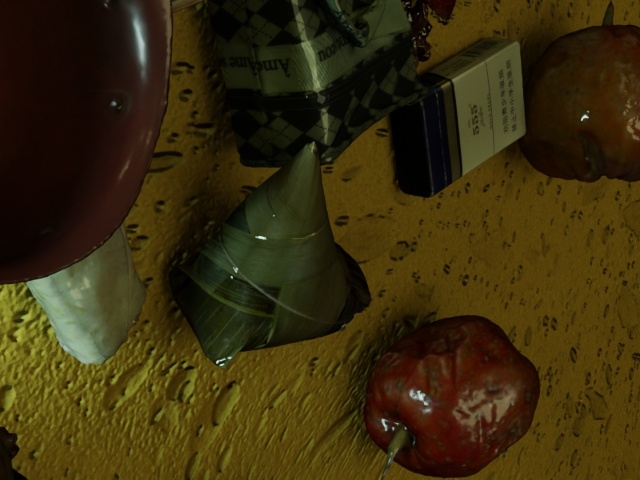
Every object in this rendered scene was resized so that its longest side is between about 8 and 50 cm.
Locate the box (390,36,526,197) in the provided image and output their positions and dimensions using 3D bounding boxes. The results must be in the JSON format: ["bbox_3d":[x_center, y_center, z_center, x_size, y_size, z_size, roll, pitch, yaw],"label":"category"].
[{"bbox_3d":[0.211,-0.190,1.740,0.259,0.071,0.168,-31,124,-38],"label":"box"}]

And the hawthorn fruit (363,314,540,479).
[{"bbox_3d":[0.198,0.238,1.750,0.261,0.258,0.258,7,98,-31],"label":"hawthorn fruit"}]

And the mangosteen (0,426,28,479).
[{"bbox_3d":[-0.430,0.310,0.997,0.380,0.421,0.381,-2,108,-6],"label":"mangosteen"}]

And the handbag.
[{"bbox_3d":[0.004,-0.331,1.400,0.316,0.180,0.416,-35,122,-46],"label":"handbag"}]

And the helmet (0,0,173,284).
[{"bbox_3d":[-0.328,-0.155,1.024,0.337,0.230,0.385,41,61,-43],"label":"helmet"}]

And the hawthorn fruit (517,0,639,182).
[{"bbox_3d":[0.456,-0.241,1.863,0.277,0.277,0.298,1,93,-49],"label":"hawthorn fruit"}]

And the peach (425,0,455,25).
[{"bbox_3d":[0.162,-0.433,1.556,0.189,0.068,0.279,-40,118,-49],"label":"peach"}]

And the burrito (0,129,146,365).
[{"bbox_3d":[-0.279,-0.020,1.224,0.143,0.105,0.299,-47,133,-41],"label":"burrito"}]

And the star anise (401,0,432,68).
[{"bbox_3d":[0.113,-0.317,1.592,0.097,0.070,0.191,-51,133,-21],"label":"star anise"}]

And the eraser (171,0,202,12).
[{"bbox_3d":[-0.141,-0.333,1.169,0.290,0.087,0.171,-23,115,-3],"label":"eraser"}]

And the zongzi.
[{"bbox_3d":[0.000,0.000,1.430,0.289,0.154,0.317,-9,144,-51],"label":"zongzi"}]
